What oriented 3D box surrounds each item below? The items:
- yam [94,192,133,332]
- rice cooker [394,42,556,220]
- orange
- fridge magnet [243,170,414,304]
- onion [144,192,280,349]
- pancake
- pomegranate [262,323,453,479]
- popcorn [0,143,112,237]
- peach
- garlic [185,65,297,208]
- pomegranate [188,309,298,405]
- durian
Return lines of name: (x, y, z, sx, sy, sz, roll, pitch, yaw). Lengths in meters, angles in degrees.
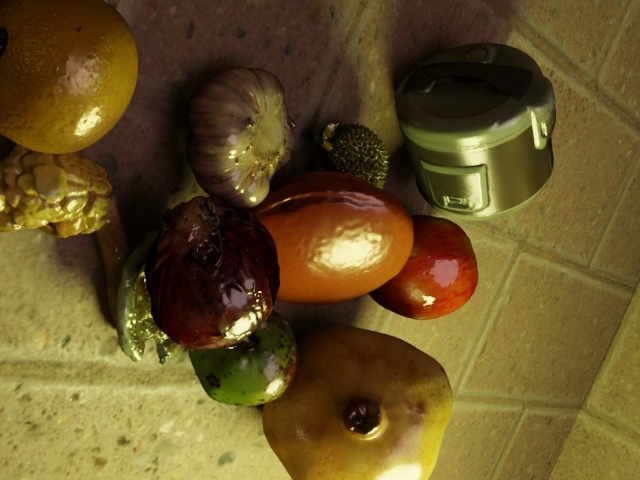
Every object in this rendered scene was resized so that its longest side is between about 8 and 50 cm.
yam: (-0.348, 0.051, 1.427, 0.066, 0.066, 0.299, -29, 128, -34)
rice cooker: (0.336, -0.240, 1.781, 0.335, 0.335, 0.325, -44, 138, -21)
orange: (-0.361, -0.237, 1.136, 0.236, 0.236, 0.236, -24, 126, -37)
fridge magnet: (0.000, 0.000, 1.607, 0.363, 0.155, 0.363, -5, 142, -4)
onion: (-0.169, 0.050, 1.391, 0.281, 0.221, 0.281, -5, 90, -68)
pancake: (-0.283, 0.100, 1.471, 0.253, 0.037, 0.253, 9, 90, -68)
pomegranate: (0.081, 0.370, 1.782, 0.417, 0.417, 0.416, -24, 126, -37)
popcorn: (-0.403, -0.082, 1.236, 0.194, 0.140, 0.163, 0, 146, -35)
peach: (0.222, 0.066, 1.905, 0.281, 0.238, 0.281, -16, 157, -7)
garlic: (-0.152, -0.180, 1.439, 0.245, 0.160, 0.245, -12, 104, -61)
pomegranate: (-0.149, 0.233, 1.652, 0.214, 0.214, 0.248, -50, 170, -15)
durian: (0.070, -0.158, 1.684, 0.159, 0.146, 0.198, -35, 142, -34)
